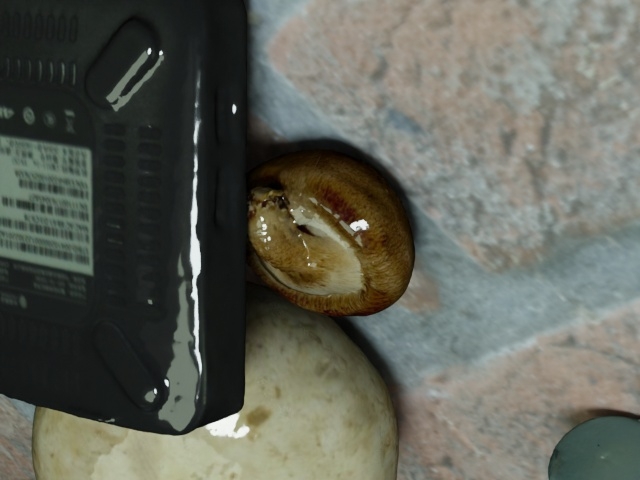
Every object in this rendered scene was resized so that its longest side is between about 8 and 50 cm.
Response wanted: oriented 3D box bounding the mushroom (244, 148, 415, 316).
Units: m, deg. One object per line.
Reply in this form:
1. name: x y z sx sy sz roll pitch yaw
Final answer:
1. mushroom: 0.000 0.000 1.073 0.127 0.087 0.127 28 146 21

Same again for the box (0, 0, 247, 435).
1. box: -0.167 -0.035 1.090 0.290 0.073 0.289 11 106 36

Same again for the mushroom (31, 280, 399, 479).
1. mushroom: -0.061 0.110 1.216 0.253 0.195 0.189 19 118 -4

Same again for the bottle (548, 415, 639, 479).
1. bottle: 0.222 0.234 1.175 0.082 0.082 0.286 11 141 35
